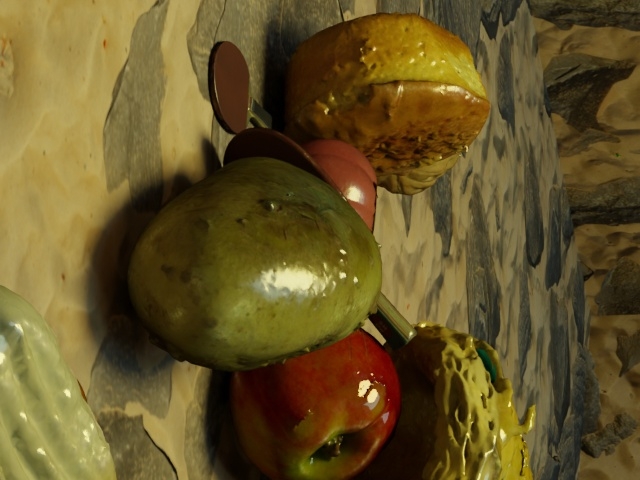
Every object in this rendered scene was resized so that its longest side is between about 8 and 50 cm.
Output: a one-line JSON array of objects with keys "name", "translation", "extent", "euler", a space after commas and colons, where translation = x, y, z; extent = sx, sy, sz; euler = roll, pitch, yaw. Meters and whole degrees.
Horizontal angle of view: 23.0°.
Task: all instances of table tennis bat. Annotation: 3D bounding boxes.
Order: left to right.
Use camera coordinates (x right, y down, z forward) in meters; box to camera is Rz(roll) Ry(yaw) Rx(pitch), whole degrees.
[{"name": "table tennis bat", "translation": [-0.086, -0.154, 1.684], "extent": [0.158, 0.014, 0.095], "euler": [42, 46, -64]}, {"name": "table tennis bat", "translation": [0.000, 0.000, 1.601], "extent": [0.274, 0.154, 0.021], "euler": [50, 54, -1]}]

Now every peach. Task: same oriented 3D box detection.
[{"name": "peach", "translation": [-0.008, 0.158, 1.629], "extent": [0.197, 0.197, 0.197], "euler": [-3, 90, -73]}]

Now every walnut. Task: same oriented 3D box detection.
[{"name": "walnut", "translation": [0.114, -0.143, 2.088], "extent": [0.184, 0.155, 0.155], "euler": [-57, 141, -56]}]

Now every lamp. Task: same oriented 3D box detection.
[{"name": "lamp", "translation": [-0.008, -0.024, 1.730], "extent": [0.182, 0.140, 0.182], "euler": [7, 90, -88]}]

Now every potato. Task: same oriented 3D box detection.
[{"name": "potato", "translation": [-0.060, 0.026, 1.443], "extent": [0.173, 0.210, 0.307], "euler": [-55, 167, 23]}]

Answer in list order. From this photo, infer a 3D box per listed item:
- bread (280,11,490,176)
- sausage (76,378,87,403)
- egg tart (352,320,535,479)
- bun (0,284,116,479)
[{"name": "bread", "translation": [0.070, -0.161, 1.831], "extent": [0.268, 0.268, 0.145], "euler": [38, 40, -68]}, {"name": "sausage", "translation": [-0.216, 0.105, 1.158], "extent": [0.062, 0.054, 0.183], "euler": [-53, 152, -13]}, {"name": "egg tart", "translation": [0.104, 0.276, 1.700], "extent": [0.169, 0.388, 0.388], "euler": [28, 49, -20]}, {"name": "bun", "translation": [-0.244, 0.198, 0.769], "extent": [0.365, 0.219, 0.365], "euler": [-1, 90, -71]}]
